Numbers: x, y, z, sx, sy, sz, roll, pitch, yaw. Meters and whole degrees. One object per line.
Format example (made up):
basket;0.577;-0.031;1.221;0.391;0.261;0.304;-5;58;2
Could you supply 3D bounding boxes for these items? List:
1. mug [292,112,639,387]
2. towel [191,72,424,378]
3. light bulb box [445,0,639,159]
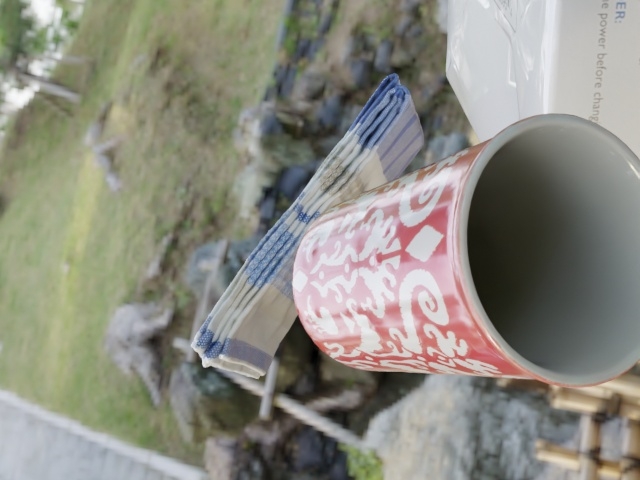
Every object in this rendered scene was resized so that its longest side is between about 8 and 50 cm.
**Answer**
mug;0.078;0.022;0.598;0.169;0.150;0.113;-14;49;60
towel;0.000;0.000;1.105;0.285;0.034;0.209;-54;-13;-4
light bulb box;0.296;-0.166;0.902;0.358;0.361;0.225;-101;9;-62
